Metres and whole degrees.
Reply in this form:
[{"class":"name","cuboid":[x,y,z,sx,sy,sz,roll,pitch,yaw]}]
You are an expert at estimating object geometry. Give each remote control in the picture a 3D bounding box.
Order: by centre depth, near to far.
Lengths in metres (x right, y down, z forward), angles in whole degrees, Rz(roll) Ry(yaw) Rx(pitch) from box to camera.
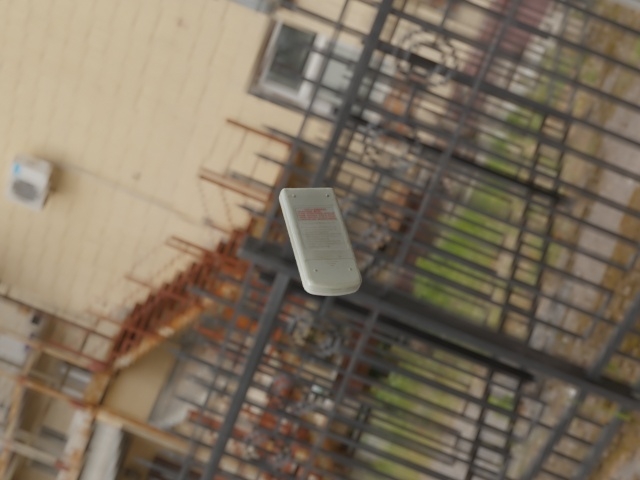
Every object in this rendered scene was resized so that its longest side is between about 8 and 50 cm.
[{"class":"remote control","cuboid":[0.000,0.000,1.968,0.029,0.087,0.190,110,150,-47]}]
